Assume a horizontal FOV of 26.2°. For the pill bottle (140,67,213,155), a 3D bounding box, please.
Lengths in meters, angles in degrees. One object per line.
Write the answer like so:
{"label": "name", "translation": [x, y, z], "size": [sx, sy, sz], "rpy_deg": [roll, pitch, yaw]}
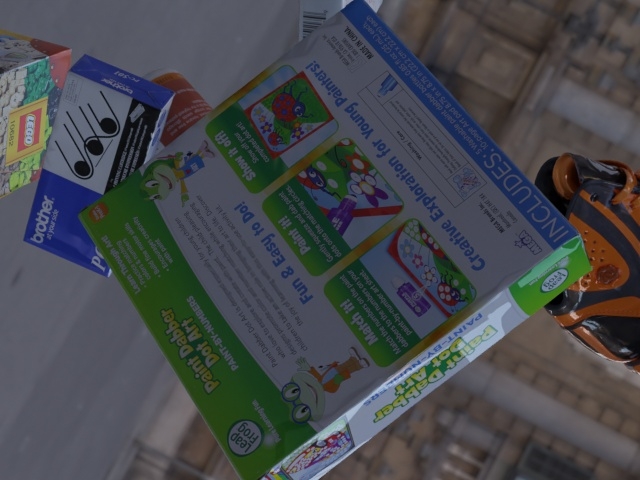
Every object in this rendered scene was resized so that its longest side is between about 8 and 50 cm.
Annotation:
{"label": "pill bottle", "translation": [-0.149, -0.092, 1.637], "size": [0.121, 0.216, 0.121], "rpy_deg": [-40, 165, -12]}

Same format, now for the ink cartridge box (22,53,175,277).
{"label": "ink cartridge box", "translation": [-0.219, -0.070, 1.351], "size": [0.046, 0.097, 0.207], "rpy_deg": [-65, 177, -57]}

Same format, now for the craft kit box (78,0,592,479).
{"label": "craft kit box", "translation": [0.000, 0.000, 0.883], "size": [0.247, 0.250, 0.061], "rpy_deg": [-36, 146, -1]}

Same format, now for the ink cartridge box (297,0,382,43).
{"label": "ink cartridge box", "translation": [0.025, -0.311, 1.533], "size": [0.232, 0.066, 0.189], "rpy_deg": [-73, 166, -58]}

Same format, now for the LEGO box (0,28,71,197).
{"label": "LEGO box", "translation": [-0.652, -0.196, 1.857], "size": [0.372, 0.500, 0.193], "rpy_deg": [-41, 144, -61]}

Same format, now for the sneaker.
{"label": "sneaker", "translation": [0.293, -0.049, 1.120], "size": [0.321, 0.180, 0.124], "rpy_deg": [-56, -163, 9]}
